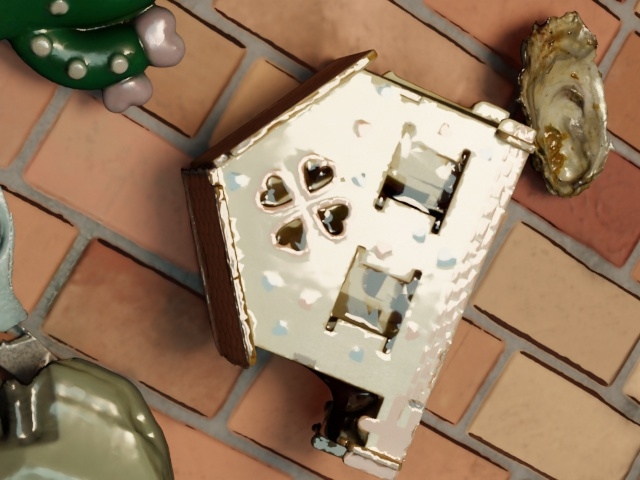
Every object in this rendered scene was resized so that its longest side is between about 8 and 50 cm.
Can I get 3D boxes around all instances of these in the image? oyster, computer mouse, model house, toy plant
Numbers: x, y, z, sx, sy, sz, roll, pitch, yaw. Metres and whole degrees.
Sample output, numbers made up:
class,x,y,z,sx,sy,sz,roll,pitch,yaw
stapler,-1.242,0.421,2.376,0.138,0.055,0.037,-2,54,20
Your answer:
class,x,y,z,sx,sy,sz,roll,pitch,yaw
oyster,0.207,-0.111,1.412,0.105,0.056,0.177,-53,132,-27
computer mouse,-0.214,0.306,1.325,0.228,0.145,0.429,-7,96,-5
model house,0.000,0.000,1.328,0.244,0.169,0.326,23,89,-15
toy plant,-0.176,-0.233,1.229,0.232,0.112,0.243,36,95,-21

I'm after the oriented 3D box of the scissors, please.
class,x,y,z,sx,sy,sz,roll,pitch,yaw
scissors,-0.246,0.089,1.322,0.360,0.029,0.191,44,84,-22
